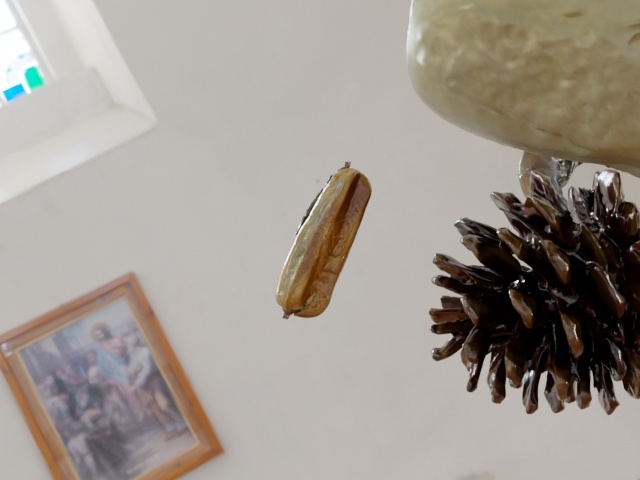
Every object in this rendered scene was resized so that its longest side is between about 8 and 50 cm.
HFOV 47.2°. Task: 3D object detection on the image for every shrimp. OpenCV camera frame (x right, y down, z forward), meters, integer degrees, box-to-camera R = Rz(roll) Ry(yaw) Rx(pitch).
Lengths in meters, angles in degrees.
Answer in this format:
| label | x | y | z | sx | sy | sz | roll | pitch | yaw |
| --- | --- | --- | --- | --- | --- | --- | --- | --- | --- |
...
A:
| label | x | y | z | sx | sy | sz | roll | pitch | yaw |
| --- | --- | --- | --- | --- | --- | --- | --- | --- | --- |
| shrimp | 0.416 | -0.048 | 1.120 | 0.198 | 0.262 | 0.051 | -17 | -9 | -16 |

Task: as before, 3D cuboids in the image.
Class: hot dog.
| label | x | y | z | sx | sy | sz | roll | pitch | yaw |
| --- | --- | --- | --- | --- | --- | --- | --- | --- | --- |
| hot dog | 0.000 | 0.000 | 0.563 | 0.056 | 0.041 | 0.133 | 32 | -100 | -48 |

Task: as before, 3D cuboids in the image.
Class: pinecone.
| label | x | y | z | sx | sy | sz | roll | pitch | yaw |
| --- | --- | --- | --- | --- | --- | --- | --- | --- | --- |
| pinecone | 0.228 | 0.055 | 0.734 | 0.264 | 0.264 | 0.264 | -31 | -7 | -4 |

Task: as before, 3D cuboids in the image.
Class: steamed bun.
| label | x | y | z | sx | sy | sz | roll | pitch | yaw |
| --- | --- | --- | --- | --- | --- | --- | --- | --- | --- |
| steamed bun | 0.207 | -0.208 | 0.519 | 0.290 | 0.272 | 0.273 | 12 | 45 | 30 |
